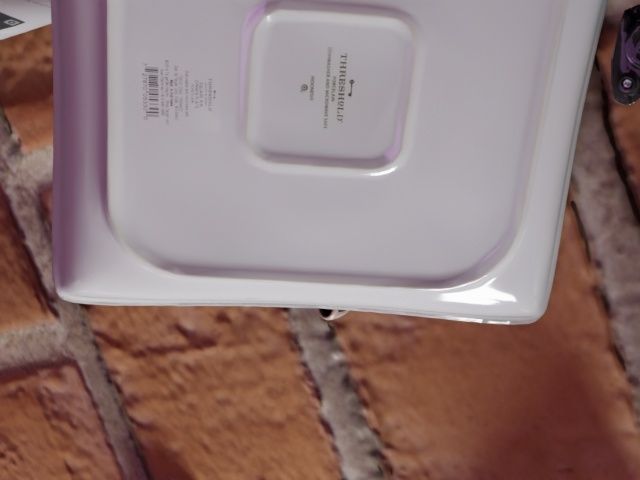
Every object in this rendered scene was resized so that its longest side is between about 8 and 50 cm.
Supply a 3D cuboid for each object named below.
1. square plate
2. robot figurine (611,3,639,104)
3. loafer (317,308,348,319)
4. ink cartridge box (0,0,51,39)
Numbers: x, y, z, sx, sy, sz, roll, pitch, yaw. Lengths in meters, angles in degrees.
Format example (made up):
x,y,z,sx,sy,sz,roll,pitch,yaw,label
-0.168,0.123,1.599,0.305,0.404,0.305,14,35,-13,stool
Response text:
x,y,z,sx,sy,sz,roll,pitch,yaw,label
0.004,-0.095,0.637,0.344,0.049,0.347,3,117,-5,square plate
0.287,-0.140,0.530,0.211,0.085,0.291,38,124,12,robot figurine
0.000,0.000,0.792,0.045,0.039,0.125,-10,105,35,loafer
-0.267,-0.263,0.743,0.307,0.129,0.223,-7,82,34,ink cartridge box
